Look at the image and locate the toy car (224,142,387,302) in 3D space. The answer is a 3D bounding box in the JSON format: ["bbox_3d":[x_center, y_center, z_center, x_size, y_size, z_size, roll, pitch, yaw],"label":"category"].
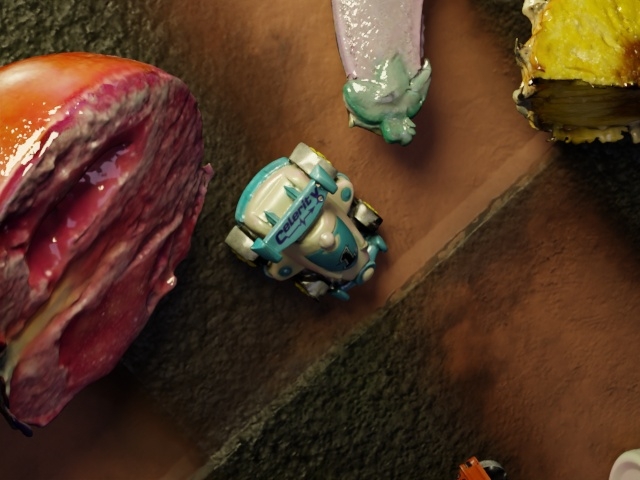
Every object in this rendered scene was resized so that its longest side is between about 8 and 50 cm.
[{"bbox_3d":[0.000,0.000,1.492,0.161,0.098,0.126,41,90,-26],"label":"toy car"}]

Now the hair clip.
[{"bbox_3d":[0.069,-0.271,1.455,0.095,0.110,0.359,-11,112,-63],"label":"hair clip"}]

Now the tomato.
[{"bbox_3d":[-0.240,-0.023,1.332,0.290,0.176,0.335,-47,152,-26],"label":"tomato"}]

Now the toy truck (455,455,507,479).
[{"bbox_3d":[0.201,0.355,1.684,0.114,0.107,0.253,-33,119,0],"label":"toy truck"}]

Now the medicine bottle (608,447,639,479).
[{"bbox_3d":[0.470,0.278,1.761,0.274,0.133,0.133,-7,109,-20],"label":"medicine bottle"}]

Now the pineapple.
[{"bbox_3d":[0.291,-0.186,1.557,0.334,0.158,0.161,-5,69,-26],"label":"pineapple"}]
